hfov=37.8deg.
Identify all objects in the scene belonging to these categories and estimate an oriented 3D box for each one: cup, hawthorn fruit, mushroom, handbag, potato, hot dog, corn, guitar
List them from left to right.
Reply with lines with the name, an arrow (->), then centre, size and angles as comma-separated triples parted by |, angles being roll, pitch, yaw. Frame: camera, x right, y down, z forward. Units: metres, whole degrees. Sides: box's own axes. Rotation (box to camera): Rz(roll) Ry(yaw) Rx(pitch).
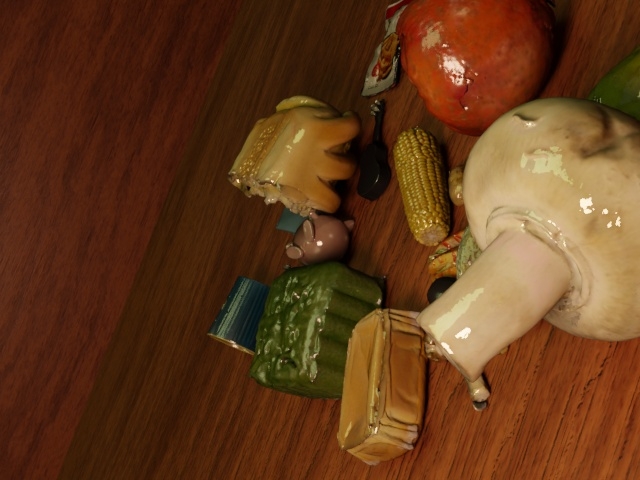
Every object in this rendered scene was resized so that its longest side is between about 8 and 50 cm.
cup -> -0.171, 0.176, 2.174 | 0.176, 0.131, 0.155 | 103, -170, -80
handbag -> -0.014, -0.113, 2.169 | 0.144, 0.057, 0.221 | 9, 76, 58
guitar -> 0.115, -0.205, 1.989 | 0.084, 0.038, 0.271 | -40, 36, 44
corn -> 0.186, -0.102, 1.690 | 0.091, 0.091, 0.260 | -19, 48, 14
mushroom -> 0.208, 0.190, 1.435 | 0.060, 0.061, 0.187 | -56, 30, 13
potato -> 0.245, -0.097, 1.622 | 0.051, 0.040, 0.083 | 122, 159, -49
hot dog -> 0.246, 0.016, 1.481 | 0.250, 0.076, 0.104 | -26, 47, 53
hawthorn fruit -> 0.274, -0.333, 1.529 | 0.307, 0.276, 0.276 | -48, 27, 9
mushroom -> 0.297, 0.005, 1.140 | 0.315, 0.315, 0.356 | -111, 40, -57
potato -> 0.438, -0.181, 1.166 | 0.186, 0.148, 0.253 | -43, 6, -31

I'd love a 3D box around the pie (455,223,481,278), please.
pie -> 0.280, 0.023, 1.348 | 0.187, 0.041, 0.187 | -9, 71, 27

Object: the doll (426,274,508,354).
doll -> 0.232, 0.105, 1.427 | 0.179, 0.089, 0.102 | 40, 134, 44

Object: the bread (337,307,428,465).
bread -> 0.106, 0.238, 1.539 | 0.136, 0.107, 0.241 | -39, 36, 51

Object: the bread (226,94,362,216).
bread -> -0.034, -0.177, 2.021 | 0.316, 0.211, 0.270 | 12, 71, 59

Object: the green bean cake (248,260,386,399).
green bean cake -> -0.009, 0.172, 1.778 | 0.250, 0.156, 0.247 | -15, 57, 61

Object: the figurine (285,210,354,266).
figurine -> 0.000, 0.000, 1.952 | 0.125, 0.138, 0.125 | 5, 97, 39

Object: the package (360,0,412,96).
package -> 0.160, -0.444, 2.116 | 0.154, 0.030, 0.239 | -8, 63, 65
